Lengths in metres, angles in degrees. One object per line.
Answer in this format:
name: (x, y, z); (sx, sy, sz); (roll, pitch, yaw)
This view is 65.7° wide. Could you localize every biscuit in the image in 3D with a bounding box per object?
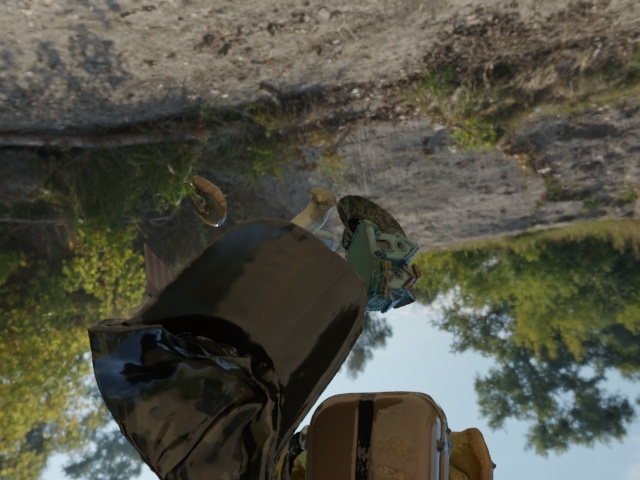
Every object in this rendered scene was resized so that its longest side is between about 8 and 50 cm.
biscuit: (0.211, 0.462, 1.024); (0.299, 0.154, 0.045); (-14, 152, 39)

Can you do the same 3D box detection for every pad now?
pad: (-0.265, 0.151, 1.033); (0.005, 0.300, 0.202); (-35, -147, -1)

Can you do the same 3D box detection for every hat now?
hat: (-0.114, 0.174, 0.738); (0.381, 0.366, 0.257); (-38, 156, -27)
hat: (0.138, -0.006, 1.529); (0.265, 0.266, 0.128); (-10, 142, -43)

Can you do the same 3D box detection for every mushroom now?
mushroom: (-0.041, -0.024, 1.035); (0.202, 0.059, 0.054); (-51, 156, -2)

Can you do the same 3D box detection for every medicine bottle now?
medicine bottle: (0.000, 0.000, 1.831); (0.130, 0.081, 0.080); (13, 164, -43)

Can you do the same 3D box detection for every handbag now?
handbag: (0.059, 0.384, 0.767); (0.282, 0.302, 0.149); (-3, 162, 25)

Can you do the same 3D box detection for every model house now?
model house: (0.129, 0.053, 0.881); (0.148, 0.148, 0.119); (6, 138, -19)

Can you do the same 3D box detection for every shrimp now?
shrimp: (-0.350, -0.119, 1.489); (0.051, 0.187, 0.132); (-10, 141, -54)

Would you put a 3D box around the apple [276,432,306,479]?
apple: (-0.040, 0.469, 0.934); (0.160, 0.195, 0.173); (-42, 169, 18)
